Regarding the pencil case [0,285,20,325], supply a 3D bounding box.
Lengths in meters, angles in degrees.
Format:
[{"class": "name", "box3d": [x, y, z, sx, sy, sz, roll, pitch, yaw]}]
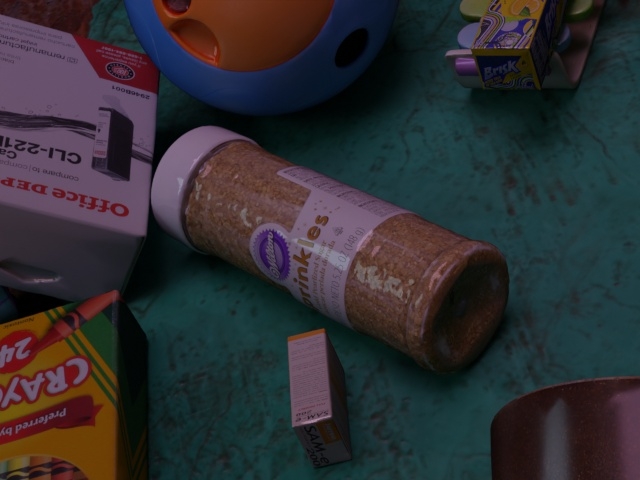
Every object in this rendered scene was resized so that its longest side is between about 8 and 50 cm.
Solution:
[{"class": "pencil case", "box3d": [-0.374, 0.089, 1.385, 0.152, 0.064, 0.070, -33, 59, -10]}]

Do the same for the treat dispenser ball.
[{"class": "treat dispenser ball", "box3d": [-0.061, -0.272, 1.436, 0.288, 0.288, 0.288, -13, 44, 12]}]

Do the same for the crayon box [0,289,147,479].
[{"class": "crayon box", "box3d": [-0.253, 0.203, 1.208, 0.202, 0.081, 0.318, -17, 44, 7]}]

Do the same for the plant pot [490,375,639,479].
[{"class": "plant pot", "box3d": [0.196, 0.228, 0.812, 0.215, 0.215, 0.230, -2, 60, 22]}]

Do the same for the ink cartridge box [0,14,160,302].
[{"class": "ink cartridge box", "box3d": [-0.274, -0.084, 1.408, 0.197, 0.114, 0.273, 14, 45, -16]}]

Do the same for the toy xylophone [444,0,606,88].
[{"class": "toy xylophone", "box3d": [0.257, -0.265, 1.441, 0.236, 0.081, 0.322, -3, 47, 20]}]

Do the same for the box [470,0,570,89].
[{"class": "box", "box3d": [0.196, -0.218, 1.322, 0.059, 0.054, 0.169, 3, 49, 26]}]

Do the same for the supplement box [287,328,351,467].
[{"class": "supplement box", "box3d": [-0.001, 0.133, 1.178, 0.036, 0.062, 0.098, -14, 43, 9]}]

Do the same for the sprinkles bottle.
[{"class": "sprinkles bottle", "box3d": [0.000, 0.000, 1.265, 0.355, 0.121, 0.121, 25, 61, 39]}]
